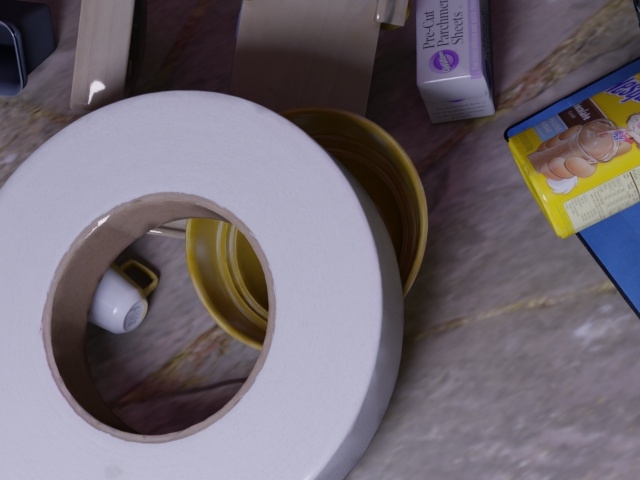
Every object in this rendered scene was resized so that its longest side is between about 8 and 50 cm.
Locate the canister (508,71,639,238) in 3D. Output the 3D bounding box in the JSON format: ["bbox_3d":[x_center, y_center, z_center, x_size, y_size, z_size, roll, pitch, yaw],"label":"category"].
[{"bbox_3d":[0.242,-0.078,1.245,0.170,0.073,0.126,-27,23,5],"label":"canister"}]

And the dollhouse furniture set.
[{"bbox_3d":[-0.082,-0.131,1.518,0.303,0.198,0.286,7,97,-6],"label":"dollhouse furniture set"}]

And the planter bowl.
[{"bbox_3d":[0.000,0.000,1.373,0.217,0.090,0.217,-5,76,19],"label":"planter bowl"}]

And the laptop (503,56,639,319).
[{"bbox_3d":[0.389,-0.104,1.256,0.382,0.408,0.236,-29,86,-3],"label":"laptop"}]

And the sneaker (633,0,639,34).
[{"bbox_3d":[0.320,-0.194,1.350,0.078,0.106,0.234,-29,25,-1],"label":"sneaker"}]

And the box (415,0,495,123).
[{"bbox_3d":[0.129,-0.260,1.547,0.067,0.063,0.324,-7,54,14],"label":"box"}]

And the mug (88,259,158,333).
[{"bbox_3d":[-0.187,0.047,1.438,0.064,0.062,0.078,31,76,24],"label":"mug"}]

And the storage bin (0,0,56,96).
[{"bbox_3d":[-0.343,-0.205,1.652,0.135,0.098,0.091,10,32,24],"label":"storage bin"}]

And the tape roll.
[{"bbox_3d":[-0.123,0.070,1.313,0.392,0.072,0.392,-4,77,18],"label":"tape roll"}]
